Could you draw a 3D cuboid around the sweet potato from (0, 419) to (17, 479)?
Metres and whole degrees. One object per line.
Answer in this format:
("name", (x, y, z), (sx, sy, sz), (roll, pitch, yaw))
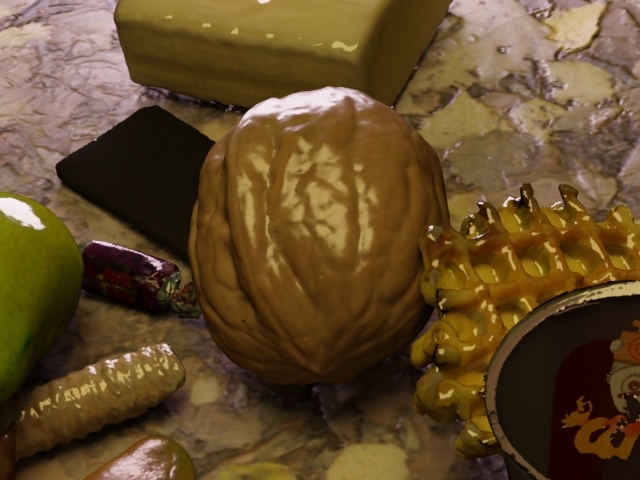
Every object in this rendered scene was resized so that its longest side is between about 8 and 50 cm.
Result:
("sweet potato", (-0.310, 0.226, 1.484), (0.226, 0.068, 0.068), (-36, 48, -13))

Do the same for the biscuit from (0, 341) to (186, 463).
("biscuit", (-0.216, 0.141, 1.563), (0.219, 0.055, 0.061), (-22, 26, -14))

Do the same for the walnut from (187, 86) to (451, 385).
("walnut", (0.000, 0.000, 1.575), (0.225, 0.225, 0.261), (-3, 54, 5))

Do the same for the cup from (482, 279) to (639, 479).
("cup", (0.210, 0.195, 1.262), (0.203, 0.288, 0.203), (-5, 42, 4))

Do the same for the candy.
("candy", (-0.168, 0.030, 1.687), (0.175, 0.045, 0.043), (16, 34, 24))

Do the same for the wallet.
("wallet", (-0.127, -0.047, 1.780), (0.124, 0.025, 0.244), (-36, 49, -27))

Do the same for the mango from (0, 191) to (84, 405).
("mango", (-0.298, 0.054, 1.579), (0.185, 0.149, 0.273), (-11, 22, 18))

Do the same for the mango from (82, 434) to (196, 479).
("mango", (-0.147, 0.212, 1.473), (0.101, 0.066, 0.187), (11, 38, 18))

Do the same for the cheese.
("cheese", (-0.030, -0.236, 1.906), (0.266, 0.124, 0.242), (11, 49, 21))

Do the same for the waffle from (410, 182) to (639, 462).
("waffle", (0.216, 0.093, 1.471), (0.329, 0.062, 0.329), (11, 51, -15))
